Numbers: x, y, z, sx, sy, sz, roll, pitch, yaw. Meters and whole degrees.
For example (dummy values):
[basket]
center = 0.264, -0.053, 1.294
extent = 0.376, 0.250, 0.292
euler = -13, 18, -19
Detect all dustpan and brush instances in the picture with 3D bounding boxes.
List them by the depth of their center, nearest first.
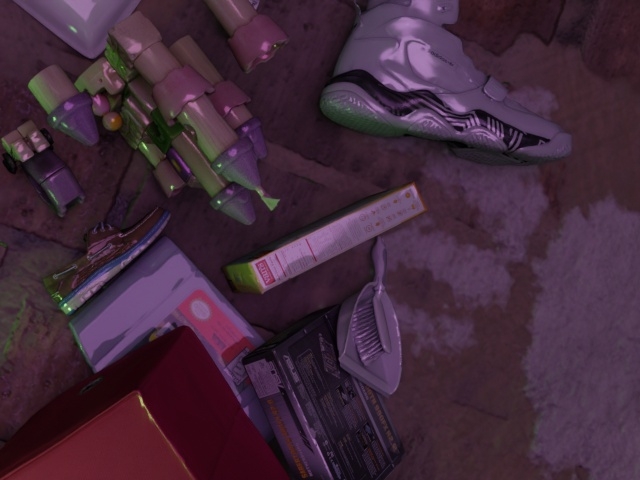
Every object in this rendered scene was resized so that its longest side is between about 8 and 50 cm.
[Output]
[dustpan and brush]
center = 0.072, 0.089, 1.368
extent = 0.147, 0.060, 0.211
euler = 39, 35, -48

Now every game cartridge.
[game cartridge]
center = -0.172, 0.165, 1.308
extent = 0.196, 0.060, 0.294
euler = -44, 98, -11

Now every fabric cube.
[fabric cube]
center = -0.209, 0.288, 1.139
extent = 0.254, 0.258, 0.259
euler = -32, 97, 9

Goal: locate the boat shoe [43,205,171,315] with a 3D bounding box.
[boat shoe]
center = -0.270, 0.011, 1.281
extent = 0.183, 0.066, 0.066
euler = -44, 97, -15

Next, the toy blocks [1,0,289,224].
[toy blocks]
center = -0.173, -0.107, 1.203
extent = 0.309, 0.288, 0.260
euler = -38, 91, -19

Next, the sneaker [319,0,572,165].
[sneaker]
center = 0.191, -0.231, 1.396
extent = 0.366, 0.137, 0.210
euler = 12, 85, -12

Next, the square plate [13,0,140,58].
[square plate]
center = -0.332, -0.472, 1.309
extent = 0.347, 0.049, 0.344
euler = 37, 77, -11

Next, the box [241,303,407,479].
[box]
center = 0.010, 0.217, 1.300
extent = 0.183, 0.056, 0.231
euler = -30, 97, -59

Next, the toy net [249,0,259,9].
[toy net]
center = -0.101, -0.387, 1.376
extent = 0.122, 0.045, 0.232
euler = 12, 86, -47

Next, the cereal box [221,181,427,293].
[cereal box]
center = 0.000, 0.000, 1.307
extent = 0.240, 0.173, 0.047
euler = -27, 95, -16
